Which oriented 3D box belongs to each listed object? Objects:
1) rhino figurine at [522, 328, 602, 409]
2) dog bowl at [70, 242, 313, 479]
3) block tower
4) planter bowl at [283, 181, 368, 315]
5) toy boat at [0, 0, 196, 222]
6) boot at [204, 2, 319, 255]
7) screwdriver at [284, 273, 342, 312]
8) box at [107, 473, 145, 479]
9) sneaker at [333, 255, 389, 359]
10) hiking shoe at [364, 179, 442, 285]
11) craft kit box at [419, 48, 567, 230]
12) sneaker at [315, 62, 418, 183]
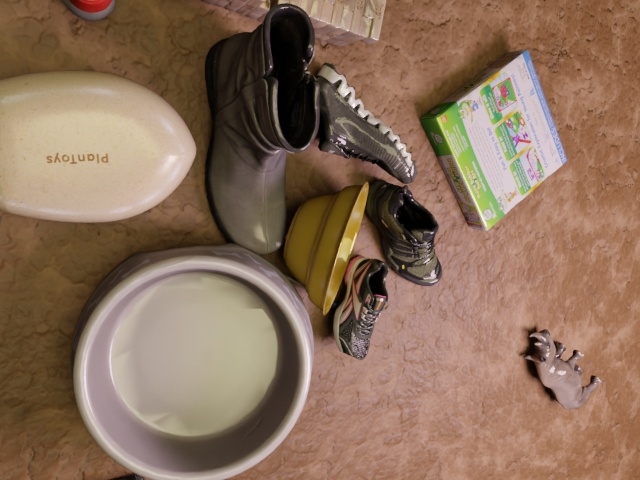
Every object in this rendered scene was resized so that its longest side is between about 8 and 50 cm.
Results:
[{"bbox_3d":[0.520,0.279,1.250,0.243,0.073,0.106,46,74,-25],"label":"rhino figurine"},{"bbox_3d":[-0.171,0.170,0.794,0.349,0.102,0.348,0,92,-12],"label":"dog bowl"},{"bbox_3d":[-0.070,-0.368,0.817,0.336,0.097,0.090,9,94,-27],"label":"block tower"},{"bbox_3d":[0.000,0.000,0.890,0.091,0.217,0.217,18,90,8],"label":"planter bowl"},{"bbox_3d":[-0.290,-0.181,0.717,0.268,0.148,0.317,1,106,-23],"label":"toy boat"},{"bbox_3d":[-0.077,-0.125,0.777,0.118,0.223,0.337,-16,105,-26],"label":"boot"},{"bbox_3d":[0.001,0.096,0.969,0.170,0.025,0.024,34,82,-31],"label":"screwdriver"},{"bbox_3d":[-0.380,0.474,0.813,0.270,0.060,0.216,-6,101,-27],"label":"box"},{"bbox_3d":[0.074,0.111,0.958,0.072,0.077,0.178,11,80,-34],"label":"sneaker"},{"bbox_3d":[0.159,-0.001,0.986,0.086,0.114,0.226,-42,115,-15],"label":"hiking shoe"},{"bbox_3d":[0.336,-0.188,1.084,0.247,0.061,0.249,-39,114,-20],"label":"craft kit box"},{"bbox_3d":[0.052,-0.163,0.917,0.106,0.078,0.234,-45,101,-4],"label":"sneaker"}]
